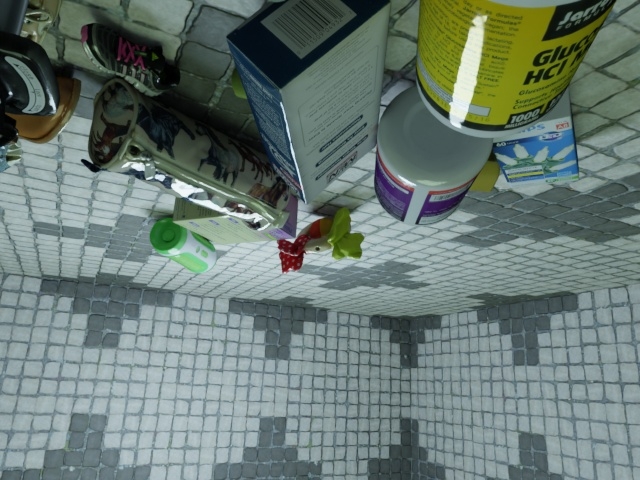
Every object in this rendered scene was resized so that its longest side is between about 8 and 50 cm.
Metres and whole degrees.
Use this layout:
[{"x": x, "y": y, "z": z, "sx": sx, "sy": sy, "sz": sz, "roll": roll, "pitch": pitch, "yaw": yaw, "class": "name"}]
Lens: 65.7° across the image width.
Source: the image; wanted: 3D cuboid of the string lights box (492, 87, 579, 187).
[{"x": 0.391, "y": -0.184, "z": 0.906, "sx": 0.133, "sy": 0.076, "sz": 0.260, "roll": -6, "pitch": 161, "yaw": 29, "class": "string lights box"}]

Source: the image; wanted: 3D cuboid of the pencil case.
[{"x": -0.232, "y": -0.141, "z": 0.957, "sx": 0.160, "sy": 0.183, "sz": 0.410, "roll": -42, "pitch": 142, "yaw": 22, "class": "pencil case"}]

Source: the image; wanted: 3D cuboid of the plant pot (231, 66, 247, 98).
[{"x": -0.094, "y": -0.249, "z": 0.777, "sx": 0.079, "sy": 0.083, "sz": 0.083, "roll": 10, "pitch": 167, "yaw": 21, "class": "plant pot"}]

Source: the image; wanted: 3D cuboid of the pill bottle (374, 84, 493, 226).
[{"x": 0.190, "y": -0.134, "z": 0.910, "sx": 0.182, "sy": 0.181, "sz": 0.323, "roll": 1, "pitch": 167, "yaw": 5, "class": "pill bottle"}]

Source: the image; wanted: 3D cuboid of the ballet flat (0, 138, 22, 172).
[{"x": -0.677, "y": -0.193, "z": 1.065, "sx": 0.070, "sy": 0.070, "sz": 0.188, "roll": 10, "pitch": 165, "yaw": -25, "class": "ballet flat"}]

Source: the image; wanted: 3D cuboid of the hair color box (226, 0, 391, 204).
[{"x": -0.004, "y": -0.199, "z": 0.719, "sx": 0.174, "sy": 0.105, "sz": 0.347, "roll": -41, "pitch": 165, "yaw": -9, "class": "hair color box"}]

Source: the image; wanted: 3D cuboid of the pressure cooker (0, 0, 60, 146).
[{"x": -0.400, "y": -0.211, "z": 0.334, "sx": 0.370, "sy": 0.420, "sz": 0.375, "roll": -5, "pitch": 161, "yaw": 25, "class": "pressure cooker"}]

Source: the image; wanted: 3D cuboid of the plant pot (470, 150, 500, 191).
[{"x": 0.324, "y": -0.157, "z": 1.012, "sx": 0.082, "sy": 0.081, "sz": 0.083, "roll": 5, "pitch": 153, "yaw": -7, "class": "plant pot"}]

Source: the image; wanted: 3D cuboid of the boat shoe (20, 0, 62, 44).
[{"x": -0.414, "y": -0.271, "z": 0.641, "sx": 0.105, "sy": 0.089, "sz": 0.285, "roll": 19, "pitch": 142, "yaw": -34, "class": "boat shoe"}]

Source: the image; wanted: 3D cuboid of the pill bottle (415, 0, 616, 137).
[{"x": 0.194, "y": -0.258, "z": 0.489, "sx": 0.188, "sy": 0.187, "sz": 0.334, "roll": 0, "pitch": 163, "yaw": 9, "class": "pill bottle"}]

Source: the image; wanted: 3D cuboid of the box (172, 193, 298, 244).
[{"x": -0.213, "y": -0.079, "z": 1.279, "sx": 0.243, "sy": 0.117, "sz": 0.213, "roll": -4, "pitch": 162, "yaw": 23, "class": "box"}]

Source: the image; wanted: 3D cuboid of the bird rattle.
[{"x": 0.000, "y": 0.000, "z": 1.401, "sx": 0.254, "sy": 0.207, "sz": 0.143, "roll": -22, "pitch": 111, "yaw": 24, "class": "bird rattle"}]

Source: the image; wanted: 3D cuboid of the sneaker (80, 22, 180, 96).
[{"x": -0.273, "y": -0.271, "z": 0.739, "sx": 0.075, "sy": 0.063, "sz": 0.170, "roll": -4, "pitch": 167, "yaw": 22, "class": "sneaker"}]

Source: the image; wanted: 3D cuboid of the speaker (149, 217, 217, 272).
[{"x": -0.445, "y": 0.022, "z": 1.641, "sx": 0.131, "sy": 0.131, "sz": 0.296, "roll": 0, "pitch": 163, "yaw": 10, "class": "speaker"}]

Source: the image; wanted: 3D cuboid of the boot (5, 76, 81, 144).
[{"x": -0.552, "y": -0.253, "z": 0.804, "sx": 0.283, "sy": 0.109, "sz": 0.220, "roll": 1, "pitch": 161, "yaw": 32, "class": "boot"}]
